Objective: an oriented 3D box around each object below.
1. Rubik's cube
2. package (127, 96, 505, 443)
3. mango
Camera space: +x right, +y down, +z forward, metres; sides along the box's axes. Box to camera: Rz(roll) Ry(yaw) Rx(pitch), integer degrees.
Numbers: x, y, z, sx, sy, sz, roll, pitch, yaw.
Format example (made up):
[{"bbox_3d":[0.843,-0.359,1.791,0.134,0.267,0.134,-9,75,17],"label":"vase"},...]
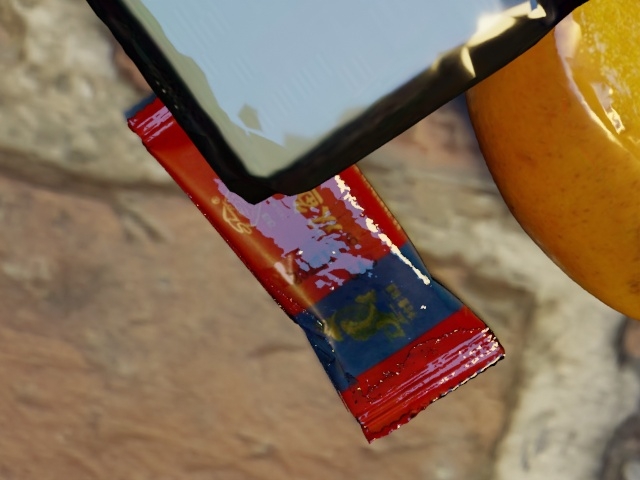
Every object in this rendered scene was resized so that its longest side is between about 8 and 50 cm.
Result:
[{"bbox_3d":[0.022,-0.223,0.424,0.293,0.288,0.283,-36,102,12],"label":"Rubik's cube"},{"bbox_3d":[0.000,0.000,0.635,0.083,0.022,0.200,-34,102,13],"label":"package"},{"bbox_3d":[0.147,-0.044,0.574,0.141,0.102,0.217,-43,108,-9],"label":"mango"}]
